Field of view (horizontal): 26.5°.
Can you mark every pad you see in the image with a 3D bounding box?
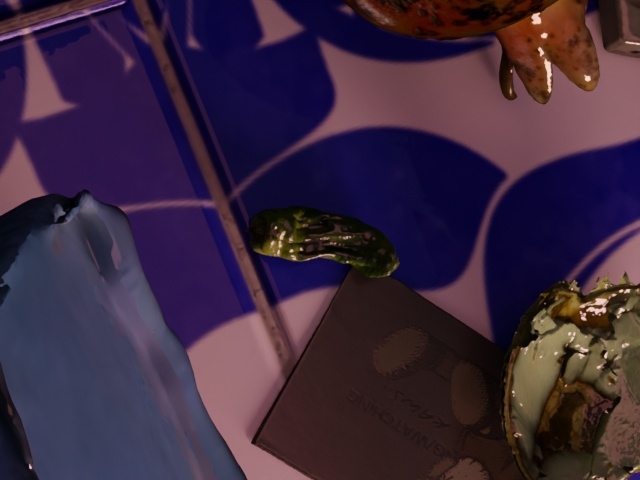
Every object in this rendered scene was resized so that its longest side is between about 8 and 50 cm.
[{"bbox_3d":[0.069,0.110,0.794,0.190,0.004,0.127,33,72,-10],"label":"pad"}]

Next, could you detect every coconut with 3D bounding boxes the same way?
[{"bbox_3d":[0.160,0.086,0.796,0.158,0.055,0.133,-41,93,-22],"label":"coconut"}]

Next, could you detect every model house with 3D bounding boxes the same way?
[{"bbox_3d":[-0.192,0.147,0.572,0.303,0.215,0.237,-21,108,3],"label":"model house"}]

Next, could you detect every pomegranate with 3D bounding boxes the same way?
[{"bbox_3d":[0.081,-0.191,0.773,0.198,0.246,0.198,-6,56,10],"label":"pomegranate"}]

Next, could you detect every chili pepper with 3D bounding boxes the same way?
[{"bbox_3d":[0.000,0.000,0.780,0.091,0.034,0.030,12,110,-15],"label":"chili pepper"}]

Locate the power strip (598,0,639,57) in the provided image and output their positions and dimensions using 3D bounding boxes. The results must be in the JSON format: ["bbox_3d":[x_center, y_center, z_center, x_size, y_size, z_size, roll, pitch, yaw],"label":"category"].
[{"bbox_3d":[0.215,-0.206,0.881,0.079,0.029,0.227,-1,81,-18],"label":"power strip"}]
